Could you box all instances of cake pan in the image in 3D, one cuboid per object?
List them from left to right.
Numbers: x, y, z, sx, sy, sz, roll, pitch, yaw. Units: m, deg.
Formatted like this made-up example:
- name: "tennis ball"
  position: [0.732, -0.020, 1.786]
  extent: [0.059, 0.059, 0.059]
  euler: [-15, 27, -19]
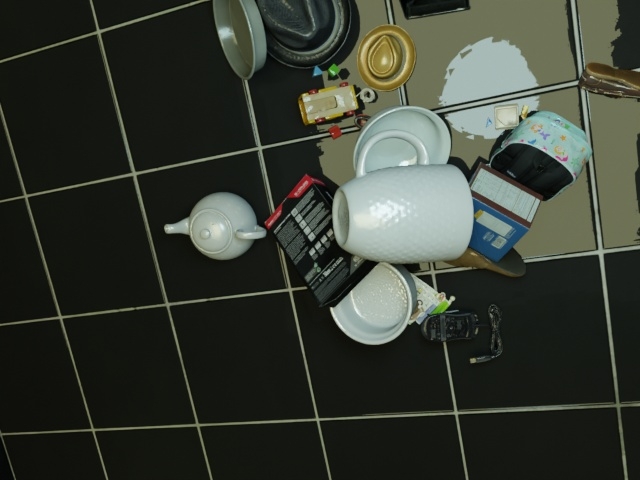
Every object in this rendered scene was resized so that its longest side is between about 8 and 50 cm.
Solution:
- name: "cake pan"
  position: [-0.244, -0.641, 1.678]
  extent: [0.054, 0.293, 0.293]
  euler: [-23, 97, -21]

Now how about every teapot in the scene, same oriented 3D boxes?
- name: "teapot"
  position: [-0.342, -0.039, 1.863]
  extent: [0.256, 0.187, 0.252]
  euler: [-42, 90, 19]

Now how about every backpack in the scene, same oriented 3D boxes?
- name: "backpack"
  position: [0.612, -0.237, 1.520]
  extent: [0.225, 0.253, 0.191]
  euler: [35, 86, 7]

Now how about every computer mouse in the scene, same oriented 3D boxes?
- name: "computer mouse"
  position: [0.457, 0.307, 1.783]
  extent: [0.261, 0.060, 0.184]
  euler: [-9, 96, 1]

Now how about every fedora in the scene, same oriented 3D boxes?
- name: "fedora"
  position: [-0.080, -0.671, 1.609]
  extent: [0.333, 0.152, 0.334]
  euler: [4, 104, 15]
- name: "fedora"
  position: [0.192, -0.549, 1.656]
  extent: [0.194, 0.079, 0.195]
  euler: [3, 103, 15]

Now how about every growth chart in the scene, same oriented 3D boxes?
- name: "growth chart"
  position: [0.298, 0.194, 1.827]
  extent: [0.237, 0.021, 0.172]
  euler: [31, 110, 7]

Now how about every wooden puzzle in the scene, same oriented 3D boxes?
- name: "wooden puzzle"
  position: [0.552, -0.365, 1.634]
  extent: [0.116, 0.014, 0.079]
  euler: [4, 99, 14]

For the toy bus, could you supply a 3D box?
- name: "toy bus"
  position: [0.030, -0.424, 1.715]
  extent: [0.202, 0.104, 0.191]
  euler: [31, 88, -13]

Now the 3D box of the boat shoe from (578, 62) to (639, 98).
- name: "boat shoe"
  position: [0.821, -0.429, 1.520]
  extent: [0.206, 0.073, 0.073]
  euler: [21, 145, 13]

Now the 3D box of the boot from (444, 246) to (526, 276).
- name: "boot"
  position: [0.483, 0.044, 1.718]
  extent: [0.305, 0.112, 0.115]
  euler: [25, 138, 4]

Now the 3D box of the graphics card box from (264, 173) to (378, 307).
- name: "graphics card box"
  position: [0.000, 0.000, 1.746]
  extent: [0.233, 0.094, 0.371]
  euler: [-48, 58, 19]

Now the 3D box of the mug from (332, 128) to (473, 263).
- name: "mug"
  position: [0.209, -0.119, 1.535]
  extent: [0.327, 0.276, 0.375]
  euler: [-4, 95, -15]

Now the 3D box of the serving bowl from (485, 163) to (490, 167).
- name: "serving bowl"
  position: [0.512, -0.191, 1.675]
  extent: [0.083, 0.027, 0.083]
  euler: [3, 104, 14]

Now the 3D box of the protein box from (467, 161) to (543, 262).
- name: "protein box"
  position: [0.488, -0.078, 1.602]
  extent: [0.201, 0.136, 0.200]
  euler: [31, 149, 7]

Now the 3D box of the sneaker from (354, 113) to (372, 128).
- name: "sneaker"
  position: [0.175, -0.352, 1.712]
  extent: [0.157, 0.065, 0.061]
  euler: [12, 105, 13]

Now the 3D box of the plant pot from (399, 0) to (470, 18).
- name: "plant pot"
  position: [0.313, -0.745, 1.534]
  extent: [0.187, 0.188, 0.167]
  euler: [-3, 89, 16]

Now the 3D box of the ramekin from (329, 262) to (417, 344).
- name: "ramekin"
  position: [0.177, 0.182, 1.775]
  extent: [0.277, 0.135, 0.277]
  euler: [3, 97, 26]

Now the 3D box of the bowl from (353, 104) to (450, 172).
- name: "bowl"
  position: [0.226, -0.284, 1.649]
  extent: [0.297, 0.134, 0.298]
  euler: [-7, 128, -9]
